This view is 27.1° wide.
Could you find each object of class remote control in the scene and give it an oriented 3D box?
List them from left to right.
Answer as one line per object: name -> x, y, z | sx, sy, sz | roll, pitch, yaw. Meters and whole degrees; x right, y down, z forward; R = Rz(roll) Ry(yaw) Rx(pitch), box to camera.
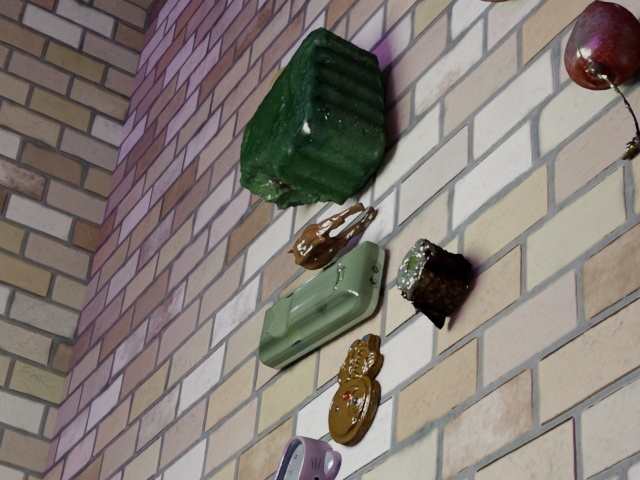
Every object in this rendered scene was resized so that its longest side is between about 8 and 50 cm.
remote control -> -0.007, 0.108, 2.177 | 0.335, 0.065, 0.128 | -36, 39, 52

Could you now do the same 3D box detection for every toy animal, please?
toy animal -> 0.000, 0.000, 2.231 | 0.229, 0.066, 0.224 | -37, 4, 31

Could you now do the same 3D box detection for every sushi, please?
sushi -> 0.153, 0.054, 1.838 | 0.098, 0.084, 0.094 | -59, 21, 12

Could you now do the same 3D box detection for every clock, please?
clock -> -0.029, 0.369, 1.989 | 0.110, 0.050, 0.153 | -6, 63, 65

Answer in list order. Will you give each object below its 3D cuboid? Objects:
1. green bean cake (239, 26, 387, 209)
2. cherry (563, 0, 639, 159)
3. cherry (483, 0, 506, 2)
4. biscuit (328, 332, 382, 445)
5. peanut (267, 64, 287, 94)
green bean cake -> -0.016, -0.175, 2.343 | 0.308, 0.169, 0.300 | -50, 25, 37
cherry -> 0.353, -0.199, 1.636 | 0.107, 0.090, 0.225 | -23, 56, 44
cherry -> 0.268, -0.409, 2.026 | 0.106, 0.087, 0.126 | -47, 47, 27
biscuit -> 0.050, 0.223, 1.985 | 0.124, 0.026, 0.175 | -35, 38, 52
peanut -> -0.029, -0.287, 2.532 | 0.224, 0.129, 0.129 | -46, 30, 37
